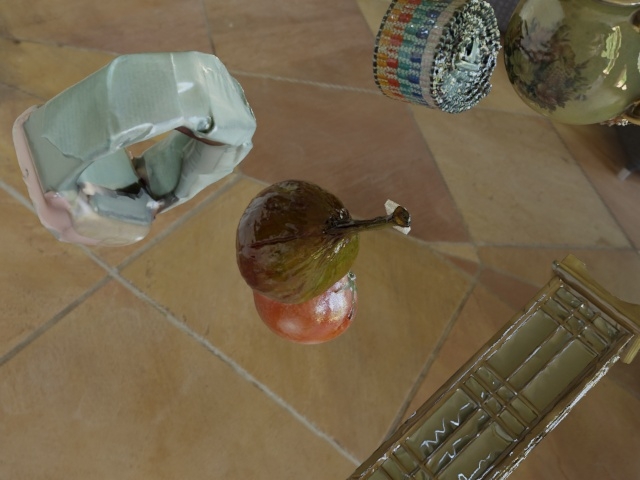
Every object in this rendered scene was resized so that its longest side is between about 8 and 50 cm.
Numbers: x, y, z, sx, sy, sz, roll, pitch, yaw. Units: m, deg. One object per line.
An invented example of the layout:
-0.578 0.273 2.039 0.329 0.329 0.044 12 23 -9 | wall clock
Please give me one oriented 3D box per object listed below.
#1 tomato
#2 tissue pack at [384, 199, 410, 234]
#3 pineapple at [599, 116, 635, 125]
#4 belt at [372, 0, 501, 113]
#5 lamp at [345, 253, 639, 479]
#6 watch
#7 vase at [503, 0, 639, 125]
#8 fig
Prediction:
-0.038 0.108 1.400 0.265 0.265 0.264 14 47 -15 | tomato
0.190 -0.057 1.493 0.056 0.108 0.023 33 76 24 | tissue pack
0.659 -0.331 1.351 0.193 0.166 0.166 44 44 -8 | pineapple
0.208 -0.346 1.107 0.161 0.206 0.295 23 24 27 | belt
0.115 0.159 0.479 0.325 0.090 0.089 -43 59 -5 | lamp
-0.191 -0.110 0.677 0.253 0.241 0.161 14 52 -80 | watch
0.419 -0.292 0.857 0.241 0.302 0.329 -30 64 -6 | vase
0.003 -0.027 0.859 0.191 0.290 0.190 24 47 -28 | fig
